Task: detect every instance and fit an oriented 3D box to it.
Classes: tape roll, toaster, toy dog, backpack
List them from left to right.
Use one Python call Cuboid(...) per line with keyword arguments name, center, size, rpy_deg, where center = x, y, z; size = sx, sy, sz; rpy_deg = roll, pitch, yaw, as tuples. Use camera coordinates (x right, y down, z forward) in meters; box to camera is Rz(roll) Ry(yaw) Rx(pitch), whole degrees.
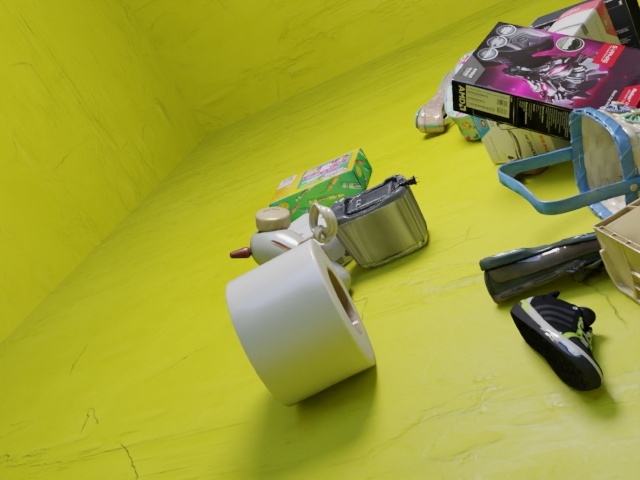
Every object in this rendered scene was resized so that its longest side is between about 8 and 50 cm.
Cuboid(name="toy dog", center=(-0.084, 0.043, 1.679), size=(0.161, 0.220, 0.333), rpy_deg=(-22, 11, -26))
Cuboid(name="tape roll", center=(-0.031, 0.141, 1.308), size=(0.169, 0.246, 0.246), rpy_deg=(-27, 21, 7))
Cuboid(name="toaster", center=(0.137, -0.041, 1.643), size=(0.227, 0.146, 0.129), rpy_deg=(-24, 22, 17))
Cuboid(name="backpack", center=(0.447, -0.391, 1.977), size=(0.253, 0.191, 0.225), rpy_deg=(-25, 42, 33))

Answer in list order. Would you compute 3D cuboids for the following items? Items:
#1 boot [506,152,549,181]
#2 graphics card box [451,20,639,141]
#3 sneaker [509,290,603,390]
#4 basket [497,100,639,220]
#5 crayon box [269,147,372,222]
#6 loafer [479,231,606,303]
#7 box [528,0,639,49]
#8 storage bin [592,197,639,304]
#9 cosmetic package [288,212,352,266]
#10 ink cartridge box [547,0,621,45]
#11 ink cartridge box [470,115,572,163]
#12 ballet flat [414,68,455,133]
Cuboid(name="boot", center=(0.449, -0.166, 1.669), size=(0.118, 0.042, 0.087), rpy_deg=(-29, 18, 3))
Cuboid(name="graphics card box", center=(0.484, -0.322, 1.549), size=(0.370, 0.094, 0.233), rpy_deg=(22, 57, 30))
Cuboid(name="sneaker", center=(0.350, 0.123, 1.069), size=(0.097, 0.084, 0.235), rpy_deg=(-28, 21, 1))
Cuboid(name="basket", center=(0.476, -0.125, 1.306), size=(0.288, 0.201, 0.255), rpy_deg=(-20, 22, 0))
Cuboid(name="crayon box", center=(0.002, -0.155, 2.179), size=(0.278, 0.081, 0.165), rpy_deg=(-21, 23, 22))
Cuboid(name="loafer", center=(0.399, 0.040, 1.237), size=(0.267, 0.084, 0.096), rpy_deg=(-15, -6, 27))
Cuboid(name="box", center=(0.697, -0.522, 1.958), size=(0.261, 0.184, 0.103), rpy_deg=(-10, 29, 41))
Cuboid(name="storage bin", center=(0.557, -0.004, 1.035), size=(0.262, 0.123, 0.260), rpy_deg=(-30, 20, 0))
Cuboid(name="cosmetic package", center=(0.000, 0.000, 1.822), size=(0.117, 0.085, 0.231), rpy_deg=(-40, 22, -24))
Cuboid(name="ink cartridge box", center=(0.609, -0.410, 1.781), size=(0.117, 0.207, 0.283), rpy_deg=(-10, 28, 45))
Cuboid(name="ink cartridge box", center=(0.461, -0.258, 1.711), size=(0.086, 0.148, 0.203), rpy_deg=(-40, 23, -24))
Cuboid(name="ballet flat", center=(0.392, -0.413, 2.263), size=(0.106, 0.108, 0.316), rpy_deg=(11, 46, 31))
